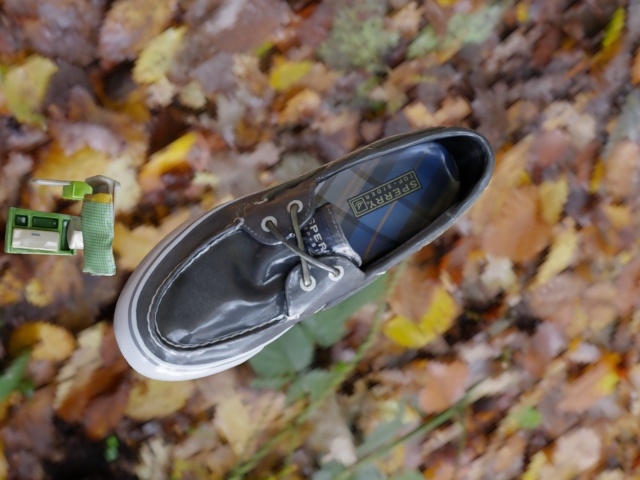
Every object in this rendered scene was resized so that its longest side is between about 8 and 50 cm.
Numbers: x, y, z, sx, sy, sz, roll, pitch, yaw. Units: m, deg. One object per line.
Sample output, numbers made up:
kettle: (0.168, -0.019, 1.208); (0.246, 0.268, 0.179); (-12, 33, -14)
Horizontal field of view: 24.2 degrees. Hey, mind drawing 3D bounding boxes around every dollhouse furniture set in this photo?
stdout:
dollhouse furniture set: (-0.205, -0.012, 1.178); (0.058, 0.076, 0.151); (5, 177, -22)

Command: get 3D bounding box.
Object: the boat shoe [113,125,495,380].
boat shoe: (0.000, 0.000, 0.777); (0.228, 0.080, 0.076); (-25, 179, -27)
